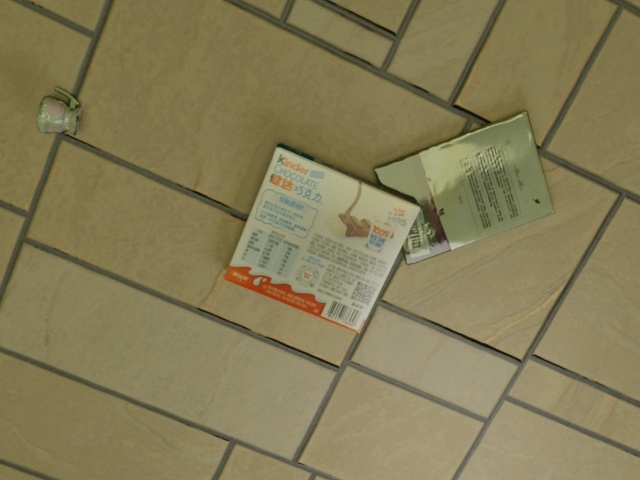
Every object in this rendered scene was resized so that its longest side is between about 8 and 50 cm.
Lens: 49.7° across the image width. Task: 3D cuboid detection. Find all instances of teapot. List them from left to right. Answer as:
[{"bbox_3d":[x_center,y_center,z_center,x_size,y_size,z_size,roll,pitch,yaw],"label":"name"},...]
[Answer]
[{"bbox_3d":[-0.435,-0.215,1.160,0.064,0.064,0.083,12,73,-13],"label":"teapot"}]

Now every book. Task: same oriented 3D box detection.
[{"bbox_3d":[0.258,-0.090,1.232,0.289,0.026,0.201,-19,105,3],"label":"book"}]

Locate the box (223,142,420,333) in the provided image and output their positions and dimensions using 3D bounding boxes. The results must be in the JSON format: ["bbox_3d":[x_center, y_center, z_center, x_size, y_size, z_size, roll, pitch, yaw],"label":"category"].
[{"bbox_3d":[0.000,0.000,1.225,0.273,0.048,0.265,24,108,-5],"label":"box"}]
